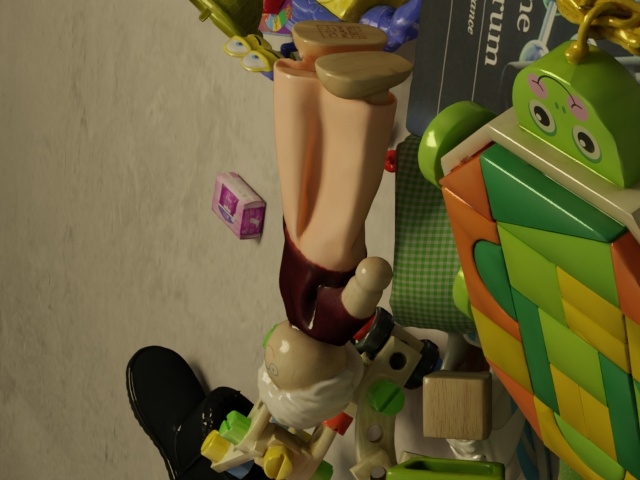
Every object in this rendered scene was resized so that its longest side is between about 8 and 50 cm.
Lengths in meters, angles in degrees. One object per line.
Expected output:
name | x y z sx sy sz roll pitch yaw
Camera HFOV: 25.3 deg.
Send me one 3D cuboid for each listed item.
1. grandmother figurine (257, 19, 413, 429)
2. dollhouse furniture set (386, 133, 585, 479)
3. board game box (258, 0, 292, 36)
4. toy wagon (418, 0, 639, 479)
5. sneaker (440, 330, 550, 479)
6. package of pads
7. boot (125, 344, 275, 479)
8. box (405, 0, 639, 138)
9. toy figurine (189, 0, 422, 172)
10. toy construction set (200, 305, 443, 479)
grandmother figurine | 0.000 0.000 1.152 0.208 0.104 0.342 -104 19 -61
dollhouse furniture set | 0.133 0.070 1.060 0.198 0.151 0.301 1 95 19
board game box | -0.068 -0.293 1.565 0.169 0.033 0.133 21 112 59
toy wagon | 0.151 0.017 0.770 0.267 0.068 0.344 39 157 44
sneaker | 0.139 0.159 1.208 0.087 0.092 0.228 18 111 57
package of pads | -0.096 -0.041 1.656 0.083 0.032 0.050 44 133 49
boot | -0.140 0.209 1.706 0.246 0.094 0.207 67 150 16
box | 0.252 -0.158 0.836 0.395 0.212 0.293 31 121 54
toy figurine | 0.031 -0.231 1.346 0.217 0.191 0.362 -54 43 10
toy construction set | 0.015 0.169 1.333 0.215 0.151 0.328 -57 29 -6
